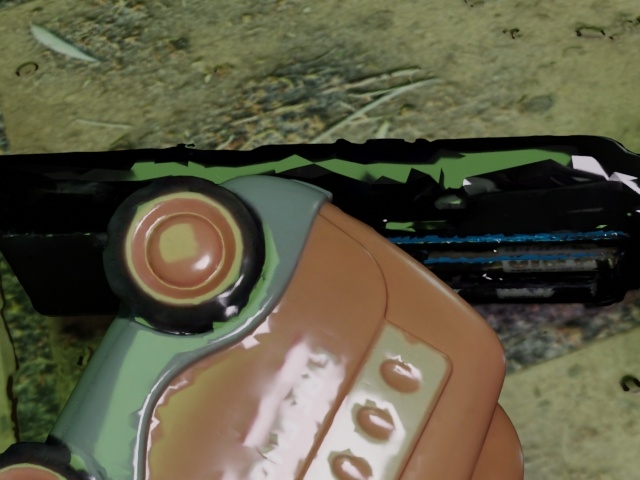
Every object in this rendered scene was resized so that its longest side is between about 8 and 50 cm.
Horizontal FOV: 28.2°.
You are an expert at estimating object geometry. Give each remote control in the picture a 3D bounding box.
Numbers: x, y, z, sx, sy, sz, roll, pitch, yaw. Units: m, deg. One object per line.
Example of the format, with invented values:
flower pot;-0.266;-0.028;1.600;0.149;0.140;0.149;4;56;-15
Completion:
remote control;0.000;0.000;0.752;0.398;0.145;0.062;-2;56;9

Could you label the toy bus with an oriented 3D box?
toy bus;-0.029;0.121;0.615;0.232;0.194;0.288;26;74;2
